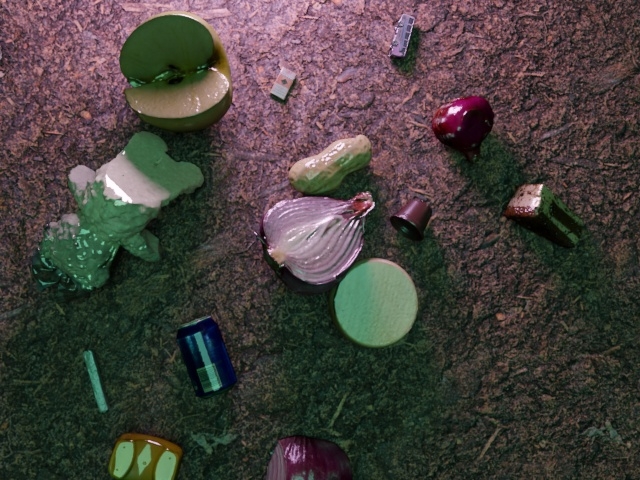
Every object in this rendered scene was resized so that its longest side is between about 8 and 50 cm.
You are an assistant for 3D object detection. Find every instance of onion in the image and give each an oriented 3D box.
[{"bbox_3d":[0.421,-0.314,1.700,0.173,0.135,0.198,-26,92,-5],"label":"onion"},{"bbox_3d":[0.000,0.000,1.626,0.349,0.159,0.267,-28,77,-24],"label":"onion"},{"bbox_3d":[-0.030,0.666,1.609,0.247,0.111,0.250,13,84,-4],"label":"onion"}]

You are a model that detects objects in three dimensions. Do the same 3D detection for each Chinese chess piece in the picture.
[{"bbox_3d":[0.146,0.172,1.660,0.251,0.097,0.250,0,88,-6],"label":"Chinese chess piece"}]

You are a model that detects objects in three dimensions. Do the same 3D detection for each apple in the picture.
[{"bbox_3d":[-0.366,-0.427,1.564,0.258,0.233,0.295,-16,94,8],"label":"apple"}]

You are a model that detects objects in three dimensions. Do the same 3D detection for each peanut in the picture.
[{"bbox_3d":[0.034,-0.202,1.661,0.257,0.123,0.123,-28,90,-11],"label":"peanut"}]

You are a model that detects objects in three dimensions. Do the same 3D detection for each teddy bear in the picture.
[{"bbox_3d":[-0.548,-0.053,1.588,0.327,0.375,0.362,39,125,-4],"label":"teddy bear"}]

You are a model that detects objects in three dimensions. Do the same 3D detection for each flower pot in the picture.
[{"bbox_3d":[0.265,-0.065,1.689,0.111,0.111,0.089,39,73,-3],"label":"flower pot"}]

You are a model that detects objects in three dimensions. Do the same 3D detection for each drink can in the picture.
[{"bbox_3d":[-0.303,0.307,1.589,0.118,0.118,0.204,-18,89,-7],"label":"drink can"}]

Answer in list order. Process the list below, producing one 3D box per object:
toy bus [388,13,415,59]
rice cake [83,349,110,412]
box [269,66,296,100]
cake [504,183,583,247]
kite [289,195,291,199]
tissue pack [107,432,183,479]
[{"bbox_3d":[0.236,-0.590,1.742,0.052,0.037,0.130,16,84,-10],"label":"toy bus"},{"bbox_3d":[-0.595,0.372,1.592,0.029,0.033,0.170,-17,88,-11],"label":"rice cake"},{"bbox_3d":[-0.106,-0.446,1.704,0.046,0.012,0.083,27,86,-4],"label":"box"},{"bbox_3d":[0.670,-0.067,1.716,0.246,0.135,0.112,27,83,-5],"label":"cake"},{"bbox_3d":[-0.084,-0.083,1.693,0.044,0.002,0.078,-30,92,-7],"label":"kite"},{"bbox_3d":[-0.451,0.571,1.556,0.178,0.127,0.123,16,78,-6],"label":"tissue pack"}]
